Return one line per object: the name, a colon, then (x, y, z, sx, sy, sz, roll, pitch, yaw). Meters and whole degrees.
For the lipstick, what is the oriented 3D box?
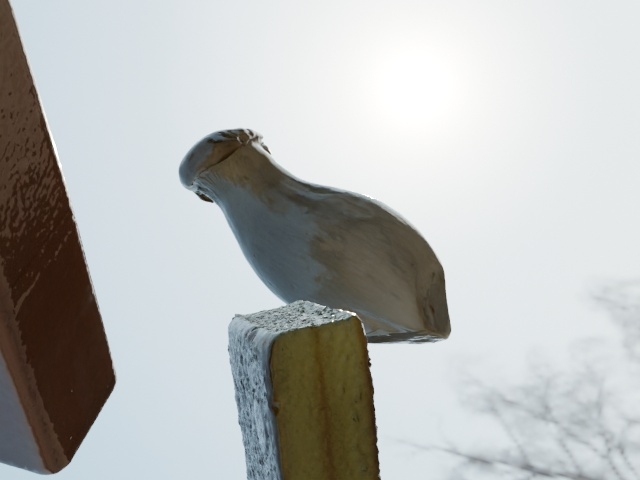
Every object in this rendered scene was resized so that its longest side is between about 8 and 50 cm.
lipstick: (-0.092, -0.001, 0.357, 0.145, 0.045, 0.045, 84, -156, -44)

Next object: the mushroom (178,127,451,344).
mushroom: (0.001, -0.001, 0.912, 0.097, 0.212, 0.088, -33, -27, -48)

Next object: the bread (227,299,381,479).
bread: (-0.005, 0.068, 0.449, 0.094, 0.035, 0.090, -175, 77, -79)
